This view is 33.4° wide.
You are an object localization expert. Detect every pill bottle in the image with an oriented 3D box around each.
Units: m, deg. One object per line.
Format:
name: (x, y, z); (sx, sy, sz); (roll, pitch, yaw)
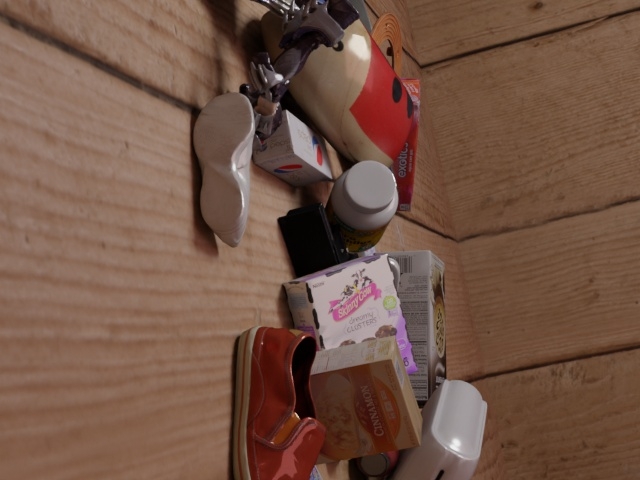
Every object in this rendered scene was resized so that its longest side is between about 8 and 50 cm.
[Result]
pill bottle: (0.071, -0.060, 1.862); (0.208, 0.117, 0.118); (113, -30, -70)

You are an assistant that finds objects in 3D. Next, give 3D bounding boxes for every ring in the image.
ring: (0.125, -0.347, 2.418); (0.336, 0.032, 0.337); (11, 90, -73)

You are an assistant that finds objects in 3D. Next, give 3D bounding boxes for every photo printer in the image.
photo printer: (0.181, 0.395, 1.810); (0.256, 0.107, 0.307); (-62, 176, 16)

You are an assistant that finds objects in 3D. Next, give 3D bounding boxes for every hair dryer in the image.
hair dryer: (0.078, 0.286, 1.801); (0.293, 0.080, 0.224); (51, 29, -60)

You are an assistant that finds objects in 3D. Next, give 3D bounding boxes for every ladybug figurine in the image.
ladybug figurine: (0.049, -0.278, 1.892); (0.305, 0.162, 0.449); (61, 9, 23)

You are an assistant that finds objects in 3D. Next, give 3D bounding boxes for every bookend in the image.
bookend: (0.000, 0.000, 1.771); (0.157, 0.072, 0.156); (-67, 141, -67)

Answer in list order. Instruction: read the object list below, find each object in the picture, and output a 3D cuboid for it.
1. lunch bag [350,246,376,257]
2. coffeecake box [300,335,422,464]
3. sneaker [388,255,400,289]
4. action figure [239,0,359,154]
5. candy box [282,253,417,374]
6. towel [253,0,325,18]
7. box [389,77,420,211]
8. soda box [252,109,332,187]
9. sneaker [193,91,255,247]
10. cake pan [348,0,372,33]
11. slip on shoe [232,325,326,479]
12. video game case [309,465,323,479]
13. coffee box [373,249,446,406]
lunch bag: (0.082, 0.015, 2.110); (0.083, 0.053, 0.071); (-96, 169, -62)
coffeecake box: (0.032, 0.224, 1.469); (0.068, 0.185, 0.142); (-71, 145, -64)
sneaker: (0.075, 0.087, 1.853); (0.121, 0.079, 0.217); (-89, -162, -54)
action figure: (-0.063, -0.235, 1.541); (0.285, 0.099, 0.185); (-59, -168, -16)
candy box: (0.047, 0.135, 1.661); (0.165, 0.070, 0.196); (-18, 95, -33)
towel: (-0.099, -0.444, 1.639); (0.285, 0.034, 0.209); (19, 55, -41)
box: (0.140, -0.200, 2.231); (0.128, 0.122, 0.257); (-80, 173, -57)
soda box: (-0.046, -0.145, 1.730); (0.216, 0.069, 0.074); (26, 52, -72)
sneaker: (-0.124, -0.092, 1.417); (0.094, 0.080, 0.212); (75, 15, -63)
cake pan: (0.079, -0.476, 2.518); (0.293, 0.054, 0.293); (-13, 90, -76)
slip on shoe: (-0.045, 0.254, 1.329); (0.123, 0.101, 0.331); (59, 25, -55)
video game case: (-0.003, 0.382, 1.549); (0.087, 0.011, 0.122); (-84, 156, -51)
coffee box: (0.177, 0.179, 2.095); (0.168, 0.119, 0.297); (30, 59, -71)
